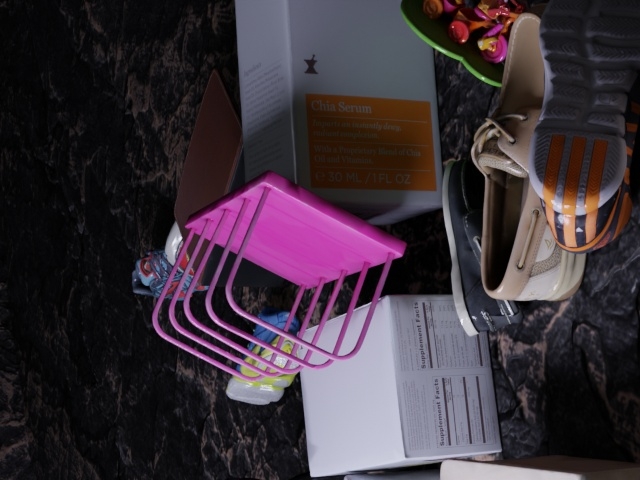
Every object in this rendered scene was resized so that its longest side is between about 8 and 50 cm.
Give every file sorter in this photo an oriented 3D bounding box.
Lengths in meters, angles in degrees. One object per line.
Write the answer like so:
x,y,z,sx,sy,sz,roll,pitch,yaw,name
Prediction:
-0.067,0.062,1.703,0.290,0.202,0.182,-23,43,63,file sorter

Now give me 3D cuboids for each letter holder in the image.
-0.121,-0.106,2.162,0.214,0.152,0.302,-118,39,-47,letter holder

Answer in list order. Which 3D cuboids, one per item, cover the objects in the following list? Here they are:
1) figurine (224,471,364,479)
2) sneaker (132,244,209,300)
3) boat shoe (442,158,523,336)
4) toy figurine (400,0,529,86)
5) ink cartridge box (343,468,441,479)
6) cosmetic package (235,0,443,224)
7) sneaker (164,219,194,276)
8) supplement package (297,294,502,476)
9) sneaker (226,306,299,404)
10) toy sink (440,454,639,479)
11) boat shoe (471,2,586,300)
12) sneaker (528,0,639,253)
-0.031,0.435,1.907,0.092,0.209,0.215,-42,53,56,figurine
-0.282,0.059,2.499,0.262,0.125,0.104,-39,56,57,sneaker
0.200,0.002,1.632,0.079,0.084,0.233,-18,61,22,boat shoe
0.204,-0.299,1.589,0.173,0.130,0.159,49,126,22,toy figurine
0.098,0.408,1.718,0.087,0.153,0.209,34,119,60,ink cartridge box
0.021,-0.256,1.799,0.161,0.230,0.454,-19,74,61,cosmetic package
-0.172,-0.062,2.338,0.118,0.107,0.279,25,104,22,sneaker
0.095,0.194,1.735,0.262,0.145,0.204,-28,64,60,supplement package
-0.084,0.186,2.178,0.240,0.091,0.126,-41,36,56,sneaker
0.253,0.314,1.439,0.234,0.131,0.153,-10,81,58,toy sink
0.235,-0.102,1.499,0.121,0.110,0.341,-5,85,63,boat shoe
0.283,-0.134,1.391,0.180,0.124,0.321,68,-141,-61,sneaker
